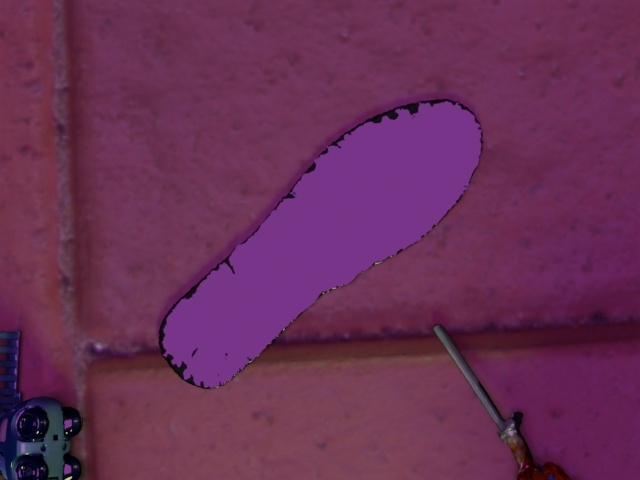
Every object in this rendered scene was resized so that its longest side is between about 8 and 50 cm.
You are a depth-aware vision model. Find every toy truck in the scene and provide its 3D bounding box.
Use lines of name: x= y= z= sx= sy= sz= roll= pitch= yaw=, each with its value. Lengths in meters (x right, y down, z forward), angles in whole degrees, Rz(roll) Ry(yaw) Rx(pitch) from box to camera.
toy truck: x=-0.237 y=0.140 z=1.421 sx=0.074 sy=0.063 sz=0.136 roll=-1 pitch=83 yaw=31

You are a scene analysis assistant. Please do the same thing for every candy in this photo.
candy: x=0.143 y=0.149 z=1.367 sx=0.060 sy=0.060 sz=0.201 roll=-33 pitch=73 yaw=5

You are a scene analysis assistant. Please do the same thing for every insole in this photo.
insole: x=0.000 y=0.000 z=1.420 sx=0.322 sy=0.007 sz=0.109 roll=-42 pitch=78 yaw=4
